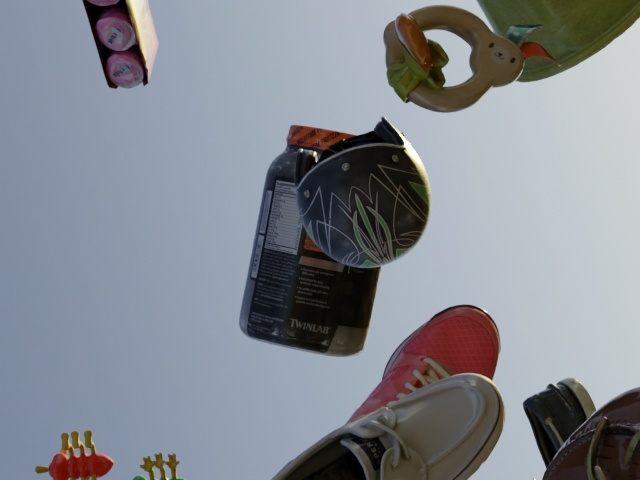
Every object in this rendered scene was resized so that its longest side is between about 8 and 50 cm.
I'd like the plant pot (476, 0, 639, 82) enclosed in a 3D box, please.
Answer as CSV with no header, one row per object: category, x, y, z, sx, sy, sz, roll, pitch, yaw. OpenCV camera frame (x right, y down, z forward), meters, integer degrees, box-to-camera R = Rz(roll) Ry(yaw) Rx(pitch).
plant pot,0.278,-0.391,1.858,0.254,0.276,0.276,47,-132,-21

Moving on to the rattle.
rattle,0.171,-0.220,1.515,0.143,0.199,0.130,93,172,-54

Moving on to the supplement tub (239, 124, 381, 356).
supplement tub,0.000,0.000,2.217,0.207,0.207,0.338,9,-88,-63

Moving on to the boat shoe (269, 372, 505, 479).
boat shoe,0.045,0.196,1.254,0.096,0.267,0.088,60,176,27

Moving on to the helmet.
helmet,0.049,-0.050,1.623,0.161,0.169,0.169,-101,-3,-57

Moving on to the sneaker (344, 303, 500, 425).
sneaker,0.092,0.197,1.485,0.314,0.116,0.136,-49,0,-13

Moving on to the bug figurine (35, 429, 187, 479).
bug figurine,-0.276,0.395,1.897,0.072,0.216,0.279,59,-151,-74

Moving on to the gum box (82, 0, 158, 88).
gum box,-0.274,-0.308,1.938,0.107,0.062,0.188,-87,-12,-52

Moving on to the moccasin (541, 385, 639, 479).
moccasin,0.284,0.190,1.078,0.147,0.380,0.139,-37,-81,-28

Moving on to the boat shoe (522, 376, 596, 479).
boat shoe,0.297,0.287,1.673,0.079,0.095,0.254,-21,-68,-16
